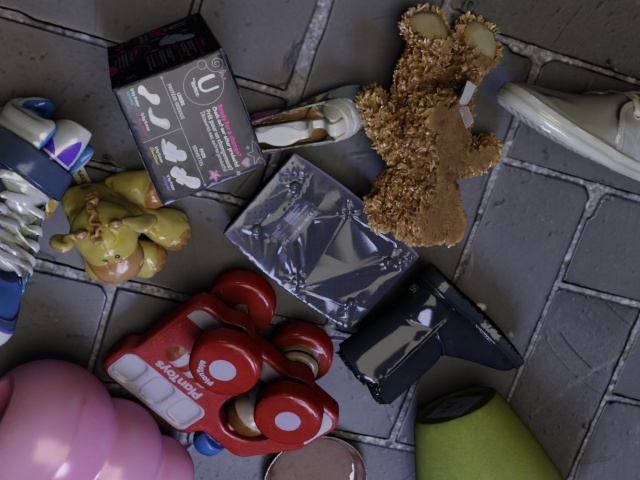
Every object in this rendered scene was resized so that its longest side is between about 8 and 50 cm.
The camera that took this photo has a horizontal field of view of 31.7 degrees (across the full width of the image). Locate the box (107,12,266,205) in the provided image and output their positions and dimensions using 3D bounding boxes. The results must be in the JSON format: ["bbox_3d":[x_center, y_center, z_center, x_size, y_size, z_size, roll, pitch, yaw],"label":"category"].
[{"bbox_3d":[-0.173,-0.173,1.433,0.142,0.247,0.163,-22,114,-3],"label":"box"}]

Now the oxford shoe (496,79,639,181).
[{"bbox_3d":[0.445,-0.162,1.623,0.449,0.169,0.130,17,109,-25],"label":"oxford shoe"}]

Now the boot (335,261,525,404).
[{"bbox_3d":[0.166,0.173,1.719,0.207,0.094,0.246,-44,120,8],"label":"boot"}]

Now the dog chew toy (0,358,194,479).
[{"bbox_3d":[-0.323,0.305,1.616,0.332,0.206,0.206,31,101,-30],"label":"dog chew toy"}]

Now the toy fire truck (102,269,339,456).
[{"bbox_3d":[-0.133,0.208,1.651,0.254,0.169,0.302,-34,115,28],"label":"toy fire truck"}]

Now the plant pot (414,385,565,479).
[{"bbox_3d":[0.258,0.389,1.755,0.275,0.275,0.293,-22,98,-4],"label":"plant pot"}]

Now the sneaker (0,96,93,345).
[{"bbox_3d":[-0.378,-0.049,1.401,0.236,0.323,0.130,-38,137,11],"label":"sneaker"}]

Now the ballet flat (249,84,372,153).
[{"bbox_3d":[-0.016,-0.159,1.565,0.222,0.079,0.077,-14,112,-7],"label":"ballet flat"}]

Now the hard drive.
[{"bbox_3d":[0.000,0.000,1.642,0.255,0.054,0.172,38,99,-23],"label":"hard drive"}]

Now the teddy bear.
[{"bbox_3d":[0.152,-0.163,1.584,0.245,0.113,0.338,-16,112,-34],"label":"teddy bear"}]

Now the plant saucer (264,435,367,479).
[{"bbox_3d":[-0.010,0.380,1.797,0.168,0.029,0.168,-5,112,-12],"label":"plant saucer"}]

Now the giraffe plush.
[{"bbox_3d":[-0.277,-0.015,1.511,0.181,0.170,0.210,-42,113,5],"label":"giraffe plush"}]
